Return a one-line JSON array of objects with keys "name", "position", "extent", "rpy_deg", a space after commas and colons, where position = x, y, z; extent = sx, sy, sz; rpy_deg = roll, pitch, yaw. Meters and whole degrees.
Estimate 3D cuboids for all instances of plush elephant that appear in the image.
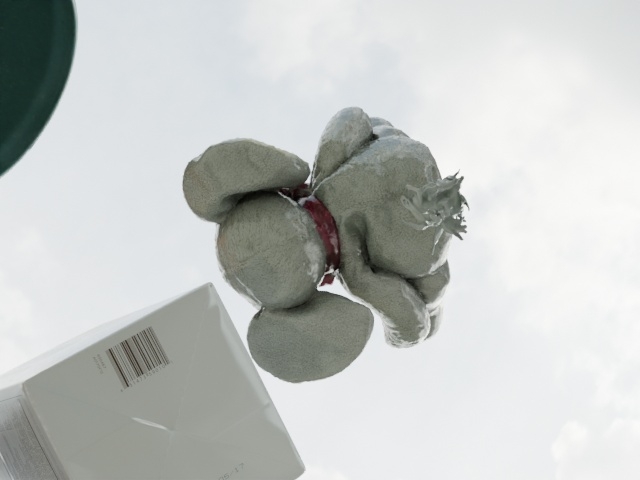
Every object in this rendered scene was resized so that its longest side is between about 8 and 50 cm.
[{"name": "plush elephant", "position": [0.000, 0.000, 1.217], "extent": [0.255, 0.330, 0.272], "rpy_deg": [-14, -92, -6]}]

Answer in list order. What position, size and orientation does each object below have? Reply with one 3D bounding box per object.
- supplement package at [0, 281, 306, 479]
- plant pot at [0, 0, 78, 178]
[{"name": "supplement package", "position": [-0.192, 0.186, 1.091], "extent": [0.262, 0.199, 0.198], "rpy_deg": [-21, -84, 56]}, {"name": "plant pot", "position": [-0.440, -0.216, 1.301], "extent": [0.196, 0.293, 0.293], "rpy_deg": [30, -67, 17]}]
